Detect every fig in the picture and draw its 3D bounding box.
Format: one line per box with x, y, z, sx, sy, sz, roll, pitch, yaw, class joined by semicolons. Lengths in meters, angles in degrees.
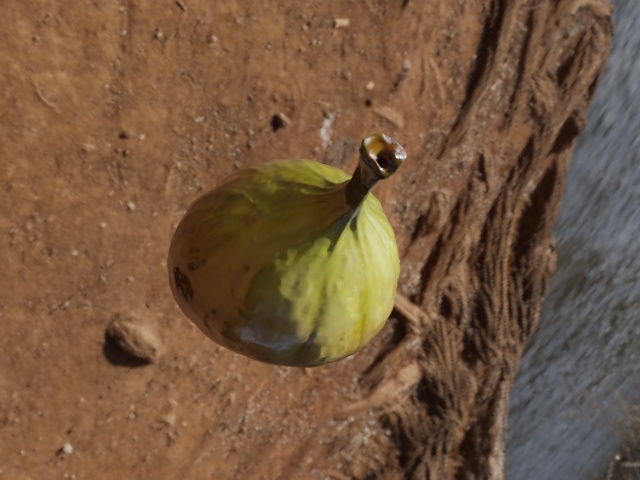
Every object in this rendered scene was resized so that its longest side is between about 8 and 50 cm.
-0.006;0.016;0.506;0.160;0.231;0.143;16;86;-22;fig
